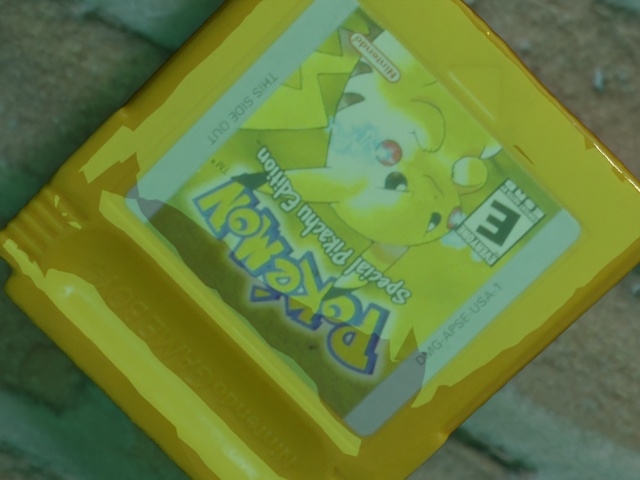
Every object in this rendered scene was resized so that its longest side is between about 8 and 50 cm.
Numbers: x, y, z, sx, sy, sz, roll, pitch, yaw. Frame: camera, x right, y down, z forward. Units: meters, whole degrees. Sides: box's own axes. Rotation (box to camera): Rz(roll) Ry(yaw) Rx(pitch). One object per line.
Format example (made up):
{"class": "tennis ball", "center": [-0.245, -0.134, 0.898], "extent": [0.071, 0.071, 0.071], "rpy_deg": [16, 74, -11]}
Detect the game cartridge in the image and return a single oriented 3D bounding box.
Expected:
{"class": "game cartridge", "center": [0.000, 0.000, 0.935], "extent": [0.285, 0.052, 0.324], "rpy_deg": [45, 98, -3]}
